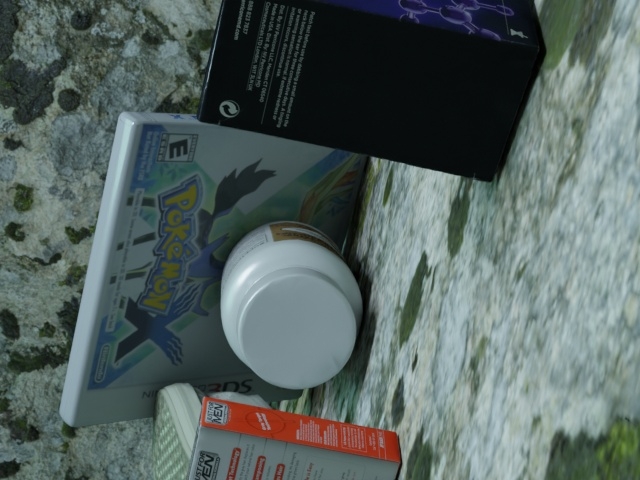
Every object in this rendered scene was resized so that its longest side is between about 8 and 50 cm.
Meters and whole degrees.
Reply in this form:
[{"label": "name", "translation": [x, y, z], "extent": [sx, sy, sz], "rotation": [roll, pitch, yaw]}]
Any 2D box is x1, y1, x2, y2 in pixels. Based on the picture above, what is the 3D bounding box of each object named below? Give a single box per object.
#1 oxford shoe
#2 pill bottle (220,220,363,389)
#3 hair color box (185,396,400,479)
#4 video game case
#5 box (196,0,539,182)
[{"label": "oxford shoe", "translation": [-0.057, 0.269, 1.172], "extent": [0.449, 0.130, 0.169], "rotation": [-123, 39, -60]}, {"label": "pill bottle", "translation": [-0.028, 0.060, 1.213], "extent": [0.229, 0.131, 0.131], "rotation": [-115, 37, -80]}, {"label": "hair color box", "translation": [-0.021, 0.161, 0.911], "extent": [0.043, 0.141, 0.072], "rotation": [-93, 16, -67]}, {"label": "video game case", "translation": [-0.104, 0.030, 1.338], "extent": [0.036, 0.300, 0.329], "rotation": [34, 117, 44]}, {"label": "box", "translation": [0.031, -0.163, 0.844], "extent": [0.261, 0.184, 0.103], "rotation": [-87, 13, -54]}]
